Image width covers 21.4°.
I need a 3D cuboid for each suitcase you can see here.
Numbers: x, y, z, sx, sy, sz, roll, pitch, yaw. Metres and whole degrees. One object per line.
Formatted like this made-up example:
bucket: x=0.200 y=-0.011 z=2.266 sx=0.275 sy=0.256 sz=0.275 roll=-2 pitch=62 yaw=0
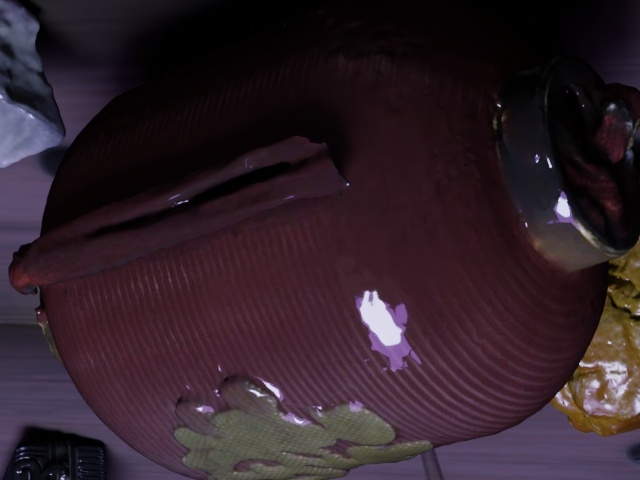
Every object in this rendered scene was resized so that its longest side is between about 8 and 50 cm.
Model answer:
suitcase: x=-0.160 y=0.174 z=0.999 sx=0.059 sy=0.086 sz=0.126 roll=5 pitch=148 yaw=-19

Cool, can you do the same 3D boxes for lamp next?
lamp: x=0.000 y=0.000 z=0.637 sx=0.258 sy=0.180 sz=0.180 roll=-19 pitch=135 yaw=36

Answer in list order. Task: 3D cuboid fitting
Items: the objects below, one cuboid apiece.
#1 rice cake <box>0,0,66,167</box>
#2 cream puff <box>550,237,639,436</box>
rice cake: x=-0.242 y=-0.139 z=0.606 sx=0.365 sy=0.056 sz=0.072 roll=35 pitch=133 yaw=-30
cream puff: x=0.136 y=0.025 z=0.708 sx=0.116 sy=0.094 sz=0.122 roll=-21 pitch=169 yaw=-32
